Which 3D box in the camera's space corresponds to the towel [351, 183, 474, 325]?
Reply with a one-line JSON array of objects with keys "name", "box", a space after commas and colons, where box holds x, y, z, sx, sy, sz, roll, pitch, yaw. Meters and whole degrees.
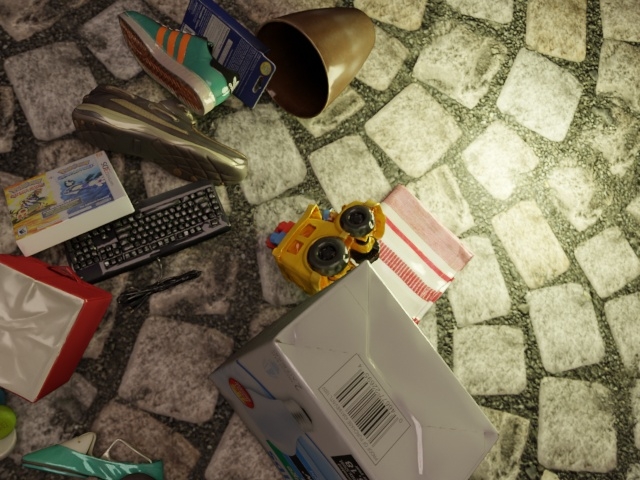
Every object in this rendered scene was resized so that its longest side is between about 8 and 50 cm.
[{"name": "towel", "box": [0.155, 0.065, 1.277, 0.237, 0.037, 0.329, 43, 73, 0]}]

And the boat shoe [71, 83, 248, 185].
[{"name": "boat shoe", "box": [-0.307, -0.223, 1.187, 0.355, 0.132, 0.130, 21, 65, -16]}]

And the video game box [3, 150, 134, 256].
[{"name": "video game box", "box": [-0.477, -0.077, 1.109, 0.205, 0.048, 0.187, -26, 43, -17]}]

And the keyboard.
[{"name": "keyboard", "box": [-0.332, 0.017, 1.169, 0.317, 0.033, 0.201, -23, 89, -10]}]

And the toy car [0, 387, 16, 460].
[{"name": "toy car", "box": [-0.625, 0.311, 1.012, 0.182, 0.159, 0.136, -18, 46, -15]}]

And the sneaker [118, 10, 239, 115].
[{"name": "sneaker", "box": [-0.295, -0.387, 1.227, 0.121, 0.108, 0.302, -40, 75, -24]}]

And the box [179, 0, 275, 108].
[{"name": "box", "box": [-0.198, -0.399, 1.247, 0.225, 0.136, 0.036, 41, 46, -1]}]

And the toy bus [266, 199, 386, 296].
[{"name": "toy bus", "box": [0.000, 0.000, 1.200, 0.211, 0.149, 0.220, 28, 68, 28]}]

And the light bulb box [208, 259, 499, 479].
[{"name": "light bulb box", "box": [0.034, 0.281, 1.013, 0.225, 0.361, 0.358, -36, 87, -33]}]

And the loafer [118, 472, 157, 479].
[{"name": "loafer", "box": [-0.221, 0.553, 1.011, 0.366, 0.130, 0.134, 43, 73, -19]}]

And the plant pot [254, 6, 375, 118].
[{"name": "plant pot", "box": [0.010, -0.413, 1.273, 0.215, 0.215, 0.230, 49, 59, 1]}]

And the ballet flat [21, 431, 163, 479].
[{"name": "ballet flat", "box": [-0.402, 0.396, 1.065, 0.247, 0.083, 0.087, 21, 66, -12]}]

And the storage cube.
[{"name": "storage cube", "box": [-0.505, 0.142, 1.020, 0.183, 0.193, 0.215, 26, 84, -6]}]
